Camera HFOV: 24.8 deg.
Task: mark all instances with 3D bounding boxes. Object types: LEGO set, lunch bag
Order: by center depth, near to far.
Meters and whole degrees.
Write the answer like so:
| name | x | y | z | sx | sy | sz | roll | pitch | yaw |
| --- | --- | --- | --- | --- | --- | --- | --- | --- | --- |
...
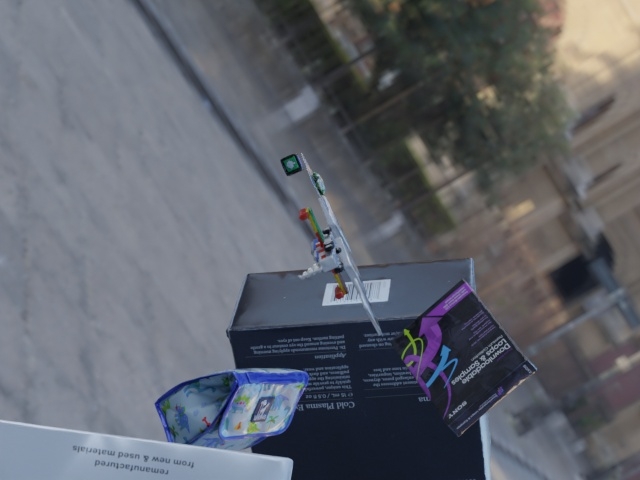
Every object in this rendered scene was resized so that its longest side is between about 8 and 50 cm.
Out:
| name | x | y | z | sx | sy | sz | roll | pitch | yaw |
| --- | --- | --- | --- | --- | --- | --- | --- | --- | --- |
| LEGO set | 0.000 | 0.000 | 1.753 | 0.244 | 0.060 | 0.182 | 60 | 8 | -57 |
| lunch bag | -0.104 | 0.201 | 1.790 | 0.129 | 0.151 | 0.096 | 3 | 56 | -49 |

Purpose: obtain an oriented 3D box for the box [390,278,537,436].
| name | x | y | z | sx | sy | sz | roll | pitch | yaw |
| --- | --- | --- | --- | --- | --- | --- | --- | --- | --- |
| box | 0.159 | 0.130 | 1.642 | 0.029 | 0.116 | 0.162 | 44 | 7 | -41 |

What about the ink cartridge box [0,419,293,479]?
| name | x | y | z | sx | sy | sz | roll | pitch | yaw |
| --- | --- | --- | --- | --- | --- | --- | --- | --- | --- |
| ink cartridge box | -0.135 | 0.262 | 0.924 | 0.198 | 0.197 | 0.270 | 114 | -17 | -80 |

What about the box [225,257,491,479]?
| name | x | y | z | sx | sy | sz | roll | pitch | yaw |
| --- | --- | --- | --- | --- | --- | --- | --- | --- | --- |
| box | 0.065 | 0.210 | 2.114 | 0.179 | 0.343 | 0.312 | -76 | 161 | -64 |
